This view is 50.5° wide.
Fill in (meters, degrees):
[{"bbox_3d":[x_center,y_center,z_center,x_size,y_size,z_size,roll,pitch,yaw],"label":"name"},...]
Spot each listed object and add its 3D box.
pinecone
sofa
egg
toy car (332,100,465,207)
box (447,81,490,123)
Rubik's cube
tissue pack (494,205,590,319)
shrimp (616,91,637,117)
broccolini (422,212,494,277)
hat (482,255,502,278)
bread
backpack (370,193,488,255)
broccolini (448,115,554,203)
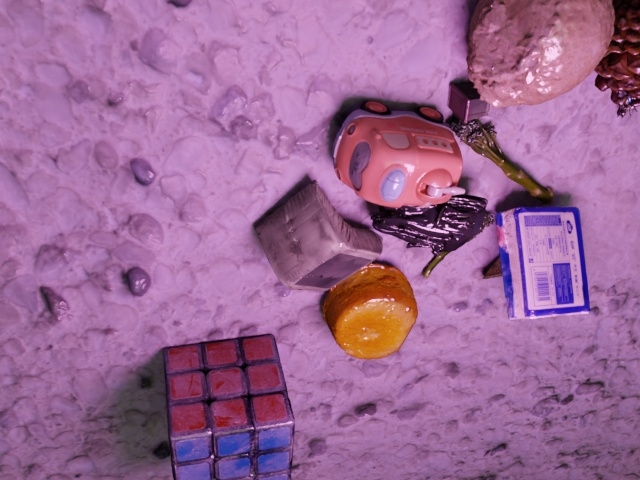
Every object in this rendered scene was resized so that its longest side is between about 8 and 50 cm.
[{"bbox_3d":[0.650,-0.402,1.370,0.224,0.224,0.272,-28,154,8],"label":"pinecone"},{"bbox_3d":[0.000,0.000,1.581,0.210,0.176,0.225,-36,157,26],"label":"sofa"},{"bbox_3d":[0.406,-0.390,1.276,0.279,0.279,0.310,2,142,-17],"label":"egg"},{"bbox_3d":[0.169,-0.162,1.423,0.270,0.212,0.181,3,127,-18],"label":"toy car"},{"bbox_3d":[0.317,-0.296,1.443,0.063,0.085,0.060,-11,129,-14],"label":"box"},{"bbox_3d":[-0.241,0.463,1.753,0.304,0.304,0.301,-3,129,-11],"label":"Rubik's cube"},{"bbox_3d":[0.537,0.054,1.657,0.209,0.270,0.137,-3,174,-28],"label":"tissue pack"},{"bbox_3d":[0.722,-0.356,1.533,0.174,0.076,0.082,-56,162,22],"label":"shrimp"},{"bbox_3d":[0.343,0.013,1.723,0.051,0.054,0.239,20,124,-44],"label":"broccolini"},{"bbox_3d":[0.493,0.055,1.791,0.145,0.067,0.146,-10,172,-1],"label":"hat"},{"bbox_3d":[0.128,0.183,1.735,0.268,0.146,0.269,-5,128,-7],"label":"bread"},{"bbox_3d":[0.243,-0.044,1.566,0.258,0.133,0.206,9,167,-7],"label":"backpack"},{"bbox_3d":[0.437,-0.194,1.586,0.392,0.079,0.074,26,107,-39],"label":"broccolini"}]
